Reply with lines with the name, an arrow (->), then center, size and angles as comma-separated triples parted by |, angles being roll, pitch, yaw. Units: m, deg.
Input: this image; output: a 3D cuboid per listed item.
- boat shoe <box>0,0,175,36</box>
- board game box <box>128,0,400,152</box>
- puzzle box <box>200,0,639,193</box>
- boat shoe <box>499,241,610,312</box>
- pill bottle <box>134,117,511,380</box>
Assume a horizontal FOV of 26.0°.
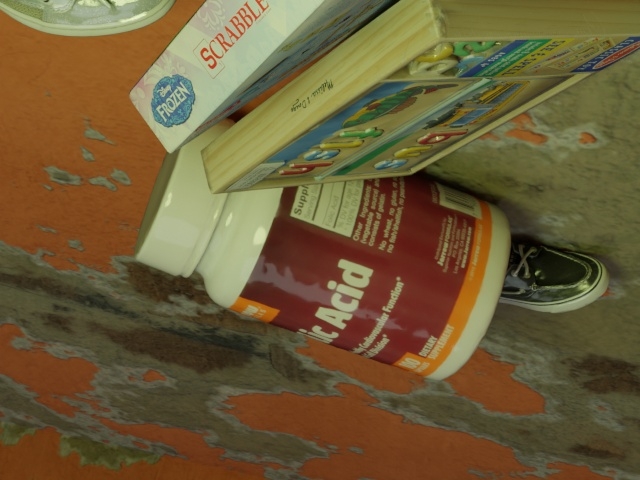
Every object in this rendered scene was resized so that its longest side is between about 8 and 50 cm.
boat shoe -> -0.290, -0.284, 1.328 | 0.320, 0.118, 0.103 | 18, 159, 8
board game box -> 0.035, -0.221, 1.072 | 0.066, 0.319, 0.318 | 53, 147, -2
puzzle box -> 0.094, -0.139, 1.334 | 0.272, 0.052, 0.409 | -8, 168, -33
boat shoe -> 0.248, 0.041, 1.725 | 0.219, 0.077, 0.070 | -1, 151, 32
pill bottle -> 0.000, 0.000, 1.605 | 0.392, 0.224, 0.224 | 20, 153, -11
